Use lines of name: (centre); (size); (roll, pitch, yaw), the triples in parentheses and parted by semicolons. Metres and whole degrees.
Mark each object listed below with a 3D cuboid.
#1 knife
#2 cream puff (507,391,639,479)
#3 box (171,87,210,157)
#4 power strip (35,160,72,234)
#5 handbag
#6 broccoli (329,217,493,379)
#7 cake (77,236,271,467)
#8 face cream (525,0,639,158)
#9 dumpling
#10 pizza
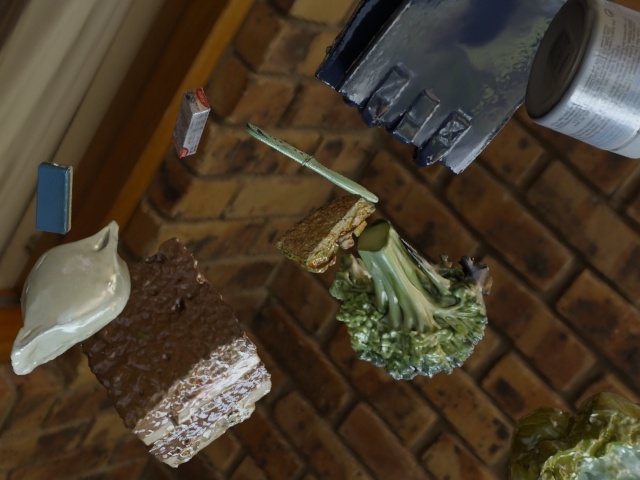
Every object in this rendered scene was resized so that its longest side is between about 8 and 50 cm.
knife: (-0.014, -0.141, 1.959); (0.293, 0.020, 0.043); (27, -155, -22)
cream puff: (0.433, 0.393, 1.623); (0.269, 0.274, 0.323); (-17, -97, -18)
box: (-0.265, -0.237, 2.166); (0.039, 0.218, 0.055); (-19, -104, -20)
power strip: (-0.461, -0.076, 1.846); (0.056, 0.123, 0.032); (8, -163, 6)
handbag: (0.177, -0.277, 1.514); (0.303, 0.329, 0.122); (27, -165, -43)
broccoli: (0.132, 0.068, 1.636); (0.243, 0.247, 0.263); (60, 179, -35)
cake: (-0.246, 0.202, 1.827); (0.282, 0.255, 0.290); (51, 173, 31)
face cream: (0.365, -0.210, 1.360); (0.153, 0.177, 0.177); (19, -151, -12)
dumpling: (-0.344, 0.095, 1.475); (0.131, 0.179, 0.252); (25, -126, 2)
pizza: (0.000, 0.000, 1.549); (0.046, 0.175, 0.134); (47, -137, -24)
